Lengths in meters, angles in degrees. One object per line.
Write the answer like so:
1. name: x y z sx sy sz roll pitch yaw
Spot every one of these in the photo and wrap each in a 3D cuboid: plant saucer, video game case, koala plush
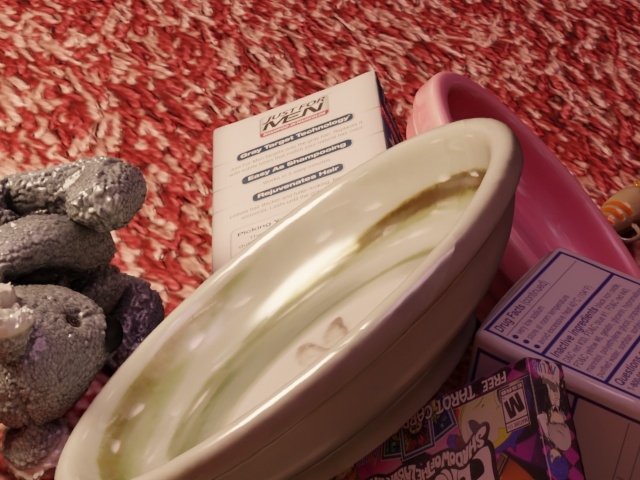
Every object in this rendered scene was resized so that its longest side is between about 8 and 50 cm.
1. plant saucer: 0.179 0.005 1.492 0.332 0.084 0.332 44 20 -20
2. video game case: 0.077 0.212 1.101 0.042 0.232 0.210 16 56 -42
3. plant saucer: -0.004 0.076 1.191 0.100 0.400 0.400 51 34 -13
4. koala plush: -0.231 0.070 1.355 0.203 0.196 0.221 -6 35 -1

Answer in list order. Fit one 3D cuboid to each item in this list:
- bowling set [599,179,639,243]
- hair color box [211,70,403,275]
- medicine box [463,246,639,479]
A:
1. bowling set: 0.370 -0.029 1.618 0.287 0.199 0.154 25 38 30
2. hair color box: 0.000 0.000 1.510 0.174 0.105 0.347 -19 34 10
3. medicine box: 0.237 0.189 1.190 0.289 0.263 0.149 24 36 22
